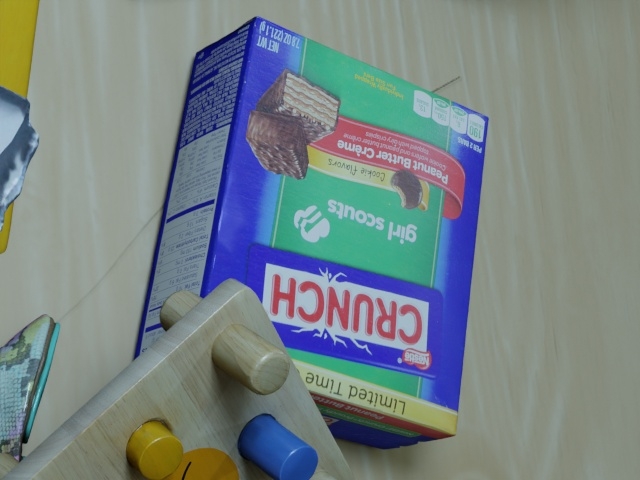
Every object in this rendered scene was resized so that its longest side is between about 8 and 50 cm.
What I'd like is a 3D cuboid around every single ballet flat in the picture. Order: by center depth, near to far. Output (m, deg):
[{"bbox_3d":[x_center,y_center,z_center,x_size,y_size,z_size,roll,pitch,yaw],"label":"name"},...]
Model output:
[{"bbox_3d":[-0.255,0.158,1.172,0.079,0.077,0.221,9,71,-11],"label":"ballet flat"}]

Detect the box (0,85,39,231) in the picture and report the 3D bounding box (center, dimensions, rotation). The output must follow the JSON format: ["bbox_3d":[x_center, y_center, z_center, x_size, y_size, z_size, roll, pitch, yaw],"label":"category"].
[{"bbox_3d":[-0.443,0.039,0.651,0.480,0.472,0.297,27,57,-14],"label":"box"}]

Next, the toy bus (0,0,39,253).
[{"bbox_3d":[-0.285,-0.156,1.112,0.108,0.130,0.332,-17,124,-53],"label":"toy bus"}]

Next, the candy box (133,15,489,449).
[{"bbox_3d":[0.000,0.000,1.348,0.268,0.122,0.317,20,68,-28],"label":"candy box"}]

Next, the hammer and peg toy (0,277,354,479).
[{"bbox_3d":[-0.082,0.225,1.174,0.266,0.127,0.361,-43,133,-18],"label":"hammer and peg toy"}]
